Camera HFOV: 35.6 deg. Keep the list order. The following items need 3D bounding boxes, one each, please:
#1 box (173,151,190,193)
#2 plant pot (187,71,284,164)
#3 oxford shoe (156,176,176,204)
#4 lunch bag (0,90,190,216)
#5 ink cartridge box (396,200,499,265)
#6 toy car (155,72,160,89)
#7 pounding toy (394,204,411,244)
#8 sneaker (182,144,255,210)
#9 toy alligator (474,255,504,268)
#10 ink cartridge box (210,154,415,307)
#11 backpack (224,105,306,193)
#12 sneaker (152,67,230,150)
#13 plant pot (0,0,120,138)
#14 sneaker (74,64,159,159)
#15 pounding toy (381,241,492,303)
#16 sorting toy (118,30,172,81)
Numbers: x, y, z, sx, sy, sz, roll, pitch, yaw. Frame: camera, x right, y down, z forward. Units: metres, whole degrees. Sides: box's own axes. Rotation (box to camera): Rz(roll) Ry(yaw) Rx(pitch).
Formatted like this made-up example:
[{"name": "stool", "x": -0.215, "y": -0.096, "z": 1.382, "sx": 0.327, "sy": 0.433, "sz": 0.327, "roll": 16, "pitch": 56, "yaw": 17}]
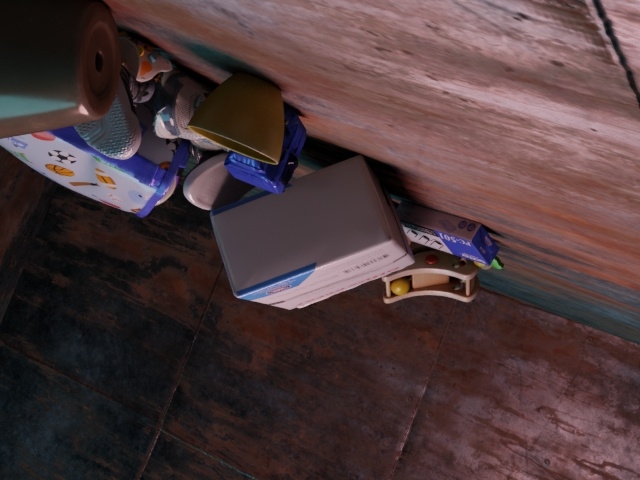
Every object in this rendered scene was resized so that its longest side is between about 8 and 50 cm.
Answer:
[{"name": "box", "x": -0.507, "y": -0.245, "z": 2.682, "sx": 0.270, "sy": 0.143, "sz": 0.165, "roll": 21, "pitch": 178, "yaw": 32}, {"name": "plant pot", "x": -0.103, "y": -0.173, "z": 1.367, "sx": 0.134, "sy": 0.095, "sz": 0.134, "roll": 21, "pitch": 178, "yaw": 1}, {"name": "oxford shoe", "x": -0.471, "y": -0.225, "z": 1.974, "sx": 0.449, "sy": 0.169, "sz": 0.130, "roll": 42, "pitch": 163, "yaw": -17}, {"name": "lunch bag", "x": -0.399, "y": -0.198, "z": 1.725, "sx": 0.328, "sy": 0.238, "sz": 0.385, "roll": 28, "pitch": -177, "yaw": -14}, {"name": "ink cartridge box", "x": 0.250, "y": -0.016, "z": 2.006, "sx": 0.207, "sy": 0.046, "sz": 0.097, "roll": 19, "pitch": 161, "yaw": 42}, {"name": "toy car", "x": -0.284, "y": -0.264, "z": 1.606, "sx": 0.060, "sy": 0.040, "sz": 0.122, "roll": 22, "pitch": 178, "yaw": -3}, {"name": "pounding toy", "x": 0.119, "y": -0.055, "z": 2.178, "sx": 0.130, "sy": 0.100, "sz": 0.141, "roll": 8, "pitch": -175, "yaw": -18}, {"name": "sneaker", "x": -0.194, "y": -0.141, "z": 1.771, "sx": 0.147, "sy": 0.104, "sz": 0.296, "roll": 23, "pitch": -152, "yaw": 19}, {"name": "toy alligator", "x": 0.306, "y": -0.001, "z": 2.091, "sx": 0.190, "sy": 0.056, "sz": 0.051, "roll": 30, "pitch": 135, "yaw": 6}, {"name": "ink cartridge box", "x": 0.000, "y": 0.000, "z": 1.842, "sx": 0.286, "sy": 0.166, "sz": 0.395, "roll": -20, "pitch": 169, "yaw": 8}, {"name": "backpack", "x": -0.076, "y": -0.145, "z": 1.484, "sx": 0.098, "sy": 0.120, "sz": 0.101, "roll": 24, "pitch": 168, "yaw": 14}, {"name": "sneaker", "x": -0.165, "y": -0.199, "z": 1.557, "sx": 0.122, "sy": 0.110, "sz": 0.283, "roll": 9, "pitch": -179, "yaw": 17}, {"name": "plant pot", "x": -0.386, "y": -0.230, "z": 1.271, "sx": 0.229, "sy": 0.263, "sz": 0.263, "roll": 5, "pitch": 175, "yaw": 8}, {"name": "sneaker", "x": -0.292, "y": -0.216, "z": 1.462, "sx": 0.153, "sy": 0.101, "sz": 0.268, "roll": 10, "pitch": -141, "yaw": -51}, {"name": "pounding toy", "x": 0.263, "y": 0.092, "z": 2.170, "sx": 0.270, "sy": 0.154, "sz": 0.154, "roll": -13, "pitch": -142, "yaw": -7}, {"name": "sorting toy", "x": -0.249, "y": -0.261, "z": 1.413, "sx": 0.083, "sy": 0.044, "sz": 0.075, "roll": 42, "pitch": -157, "yaw": 28}]
